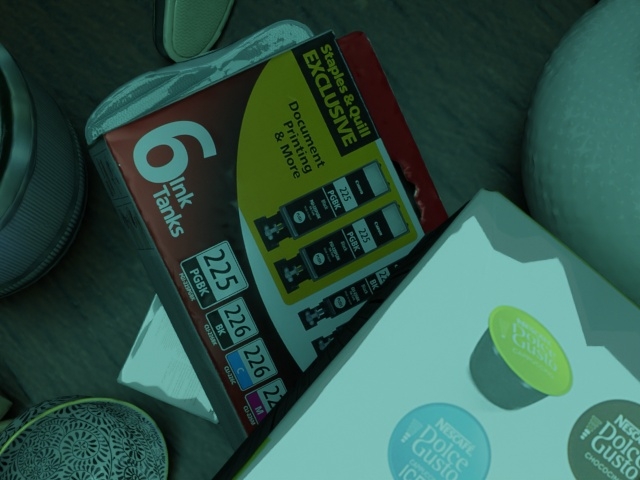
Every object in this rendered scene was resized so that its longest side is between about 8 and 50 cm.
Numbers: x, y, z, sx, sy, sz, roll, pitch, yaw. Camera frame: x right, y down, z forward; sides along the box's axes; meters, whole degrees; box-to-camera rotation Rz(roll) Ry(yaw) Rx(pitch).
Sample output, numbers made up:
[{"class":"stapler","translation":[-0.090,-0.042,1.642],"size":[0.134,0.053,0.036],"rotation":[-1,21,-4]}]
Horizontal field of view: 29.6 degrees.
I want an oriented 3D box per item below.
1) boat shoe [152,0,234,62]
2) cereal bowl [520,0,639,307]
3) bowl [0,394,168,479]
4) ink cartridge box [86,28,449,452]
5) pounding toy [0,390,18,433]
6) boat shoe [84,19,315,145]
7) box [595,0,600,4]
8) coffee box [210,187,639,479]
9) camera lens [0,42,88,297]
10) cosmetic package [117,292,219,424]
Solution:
[{"class":"boat shoe","translation":[-0.125,-0.280,1.138],"size":[0.079,0.084,0.233],"rotation":[5,88,41]},{"class":"cereal bowl","translation":[0.328,-0.093,0.939],"size":[0.339,0.141,0.339],"rotation":[-2,60,3]},{"class":"bowl","translation":[-0.224,0.197,1.044],"size":[0.170,0.080,0.170],"rotation":[-14,116,-30]},{"class":"ink cartridge box","translation":[0.000,0.000,1.000],"size":[0.272,0.130,0.309],"rotation":[-27,97,-15]},{"class":"pounding toy","translation":[-0.329,0.154,1.049],"size":[0.100,0.141,0.130],"rotation":[35,84,34]},{"class":"boat shoe","translation":[-0.105,-0.127,1.104],"size":[0.226,0.076,0.083],"rotation":[-23,94,-7]},{"class":"box","translation":[0.343,-0.292,1.123],"size":[0.183,0.059,0.232],"rotation":[-7,82,0]},{"class":"coffee box","translation":[0.105,0.208,0.746],"size":[0.337,0.338,0.334],"rotation":[41,87,3]},{"class":"camera lens","translation":[-0.319,-0.063,1.000],"size":[0.219,0.274,0.219],"rotation":[0,82,2]},{"class":"cosmetic package","translation":[-0.087,0.036,1.086],"size":[0.099,0.060,0.239],"rotation":[23,83,4]}]
